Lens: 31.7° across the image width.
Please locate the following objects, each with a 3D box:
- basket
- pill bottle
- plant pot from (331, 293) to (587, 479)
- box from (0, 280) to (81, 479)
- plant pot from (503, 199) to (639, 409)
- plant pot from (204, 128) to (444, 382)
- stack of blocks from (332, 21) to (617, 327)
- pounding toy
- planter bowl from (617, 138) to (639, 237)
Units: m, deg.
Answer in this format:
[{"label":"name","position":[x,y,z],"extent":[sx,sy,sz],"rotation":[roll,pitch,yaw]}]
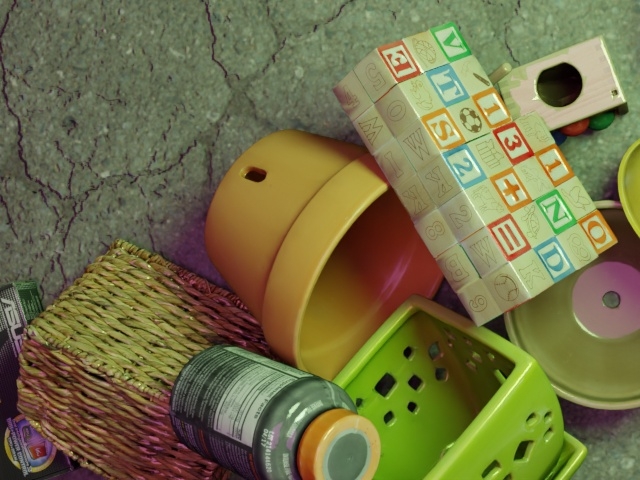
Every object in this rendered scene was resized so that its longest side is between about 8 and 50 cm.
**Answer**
[{"label":"basket","position":[-0.213,0.181,1.471],"extent":[0.299,0.223,0.213],"rotation":[24,130,12]},{"label":"pill bottle","position":[-0.046,0.198,1.197],"extent":[0.245,0.130,0.130],"rotation":[13,95,50]},{"label":"plant pot","position":[0.146,0.230,1.271],"extent":[0.227,0.207,0.228],"rotation":[-48,35,-9]},{"label":"box","position":[-0.461,0.216,1.566],"extent":[0.216,0.060,0.270],"rotation":[-20,85,16]},{"label":"plant pot","position":[0.338,0.072,1.308],"extent":[0.237,0.110,0.237],"rotation":[0,90,17]},{"label":"plant pot","position":[0.000,0.000,1.333],"extent":[0.203,0.291,0.291],"rotation":[32,99,30]},{"label":"stack of blocks","position":[0.165,-0.079,1.198],"extent":[0.087,0.171,0.297],"rotation":[-38,82,49]},{"label":"pounding toy","position":[0.242,-0.151,1.296],"extent":[0.206,0.181,0.094],"rotation":[-20,85,15]},{"label":"planter bowl","position":[0.442,-0.061,1.222],"extent":[0.217,0.090,0.217],"rotation":[8,56,-11]}]
